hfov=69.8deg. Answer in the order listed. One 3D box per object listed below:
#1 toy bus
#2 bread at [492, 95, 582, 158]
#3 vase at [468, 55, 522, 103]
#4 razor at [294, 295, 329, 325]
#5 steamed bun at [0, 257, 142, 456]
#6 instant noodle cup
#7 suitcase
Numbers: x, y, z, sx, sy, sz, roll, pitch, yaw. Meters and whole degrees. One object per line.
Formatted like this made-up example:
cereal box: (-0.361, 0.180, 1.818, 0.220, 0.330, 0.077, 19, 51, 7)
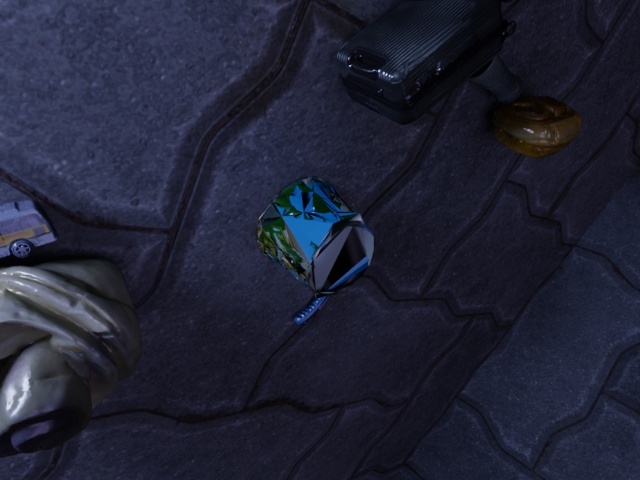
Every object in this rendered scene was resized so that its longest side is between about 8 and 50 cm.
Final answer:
toy bus: (-0.499, -0.001, 0.672, 0.191, 0.064, 0.075, -24, 122, -26)
bread: (0.595, -0.319, 1.263, 0.236, 0.198, 0.120, -22, 139, -28)
vase: (0.425, -0.407, 1.130, 0.219, 0.096, 0.096, 8, 116, -48)
razor: (0.028, 0.141, 1.262, 0.253, 0.042, 0.082, -42, -179, -4)
steamed bun: (-0.463, 0.220, 0.743, 0.394, 0.237, 0.346, -41, 140, -9)
instant noodle cup: (0.000, 0.000, 1.016, 0.240, 0.178, 0.240, -23, 134, -27)
suitcase: (0.198, -0.368, 0.874, 0.312, 0.202, 0.128, -40, 139, -10)
